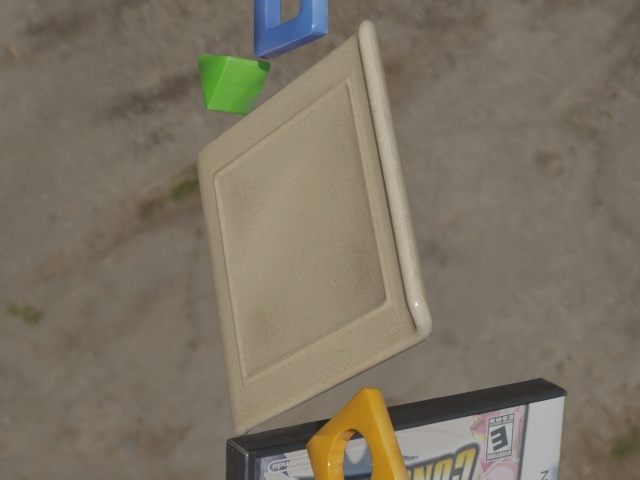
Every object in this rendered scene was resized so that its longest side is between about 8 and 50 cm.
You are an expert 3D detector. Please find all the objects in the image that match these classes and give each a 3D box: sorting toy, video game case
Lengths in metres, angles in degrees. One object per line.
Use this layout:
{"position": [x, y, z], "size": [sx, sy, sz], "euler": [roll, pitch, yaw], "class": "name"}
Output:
{"position": [0.000, 0.000, 0.895], "size": [0.047, 0.347, 0.196], "euler": [6, 154, -34], "class": "sorting toy"}
{"position": [0.055, 0.239, 1.149], "size": [0.275, 0.035, 0.248], "euler": [-7, 108, -31], "class": "video game case"}
